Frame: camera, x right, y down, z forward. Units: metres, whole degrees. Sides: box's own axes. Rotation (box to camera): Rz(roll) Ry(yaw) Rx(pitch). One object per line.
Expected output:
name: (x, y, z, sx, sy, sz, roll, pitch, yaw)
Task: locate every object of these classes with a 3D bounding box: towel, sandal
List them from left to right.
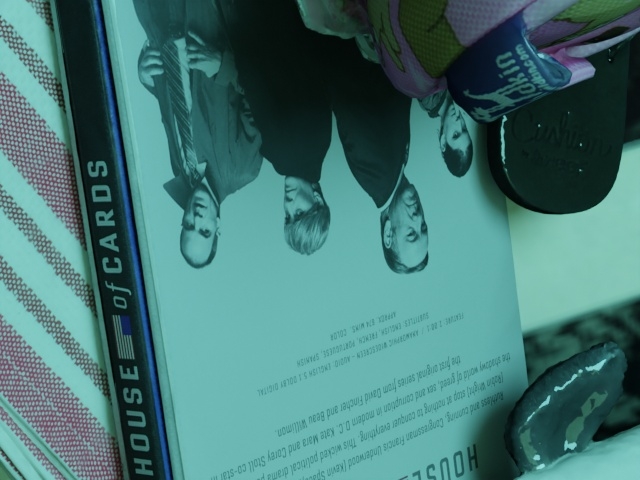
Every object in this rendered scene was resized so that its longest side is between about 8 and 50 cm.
towel: (-0.064, -0.024, 0.591, 0.144, 0.029, 0.197, 55, 53, -33)
sandal: (0.092, -0.098, 0.656, 0.067, 0.040, 0.179, 6, 81, -21)

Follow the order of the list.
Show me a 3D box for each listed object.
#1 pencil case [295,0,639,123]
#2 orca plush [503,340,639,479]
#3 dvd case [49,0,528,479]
pencil case: (-0.017, -0.217, 0.521, 0.167, 0.160, 0.386, -37, 87, -8)
orca plush: (0.127, 0.097, 0.681, 0.151, 0.102, 0.287, 45, 66, -2)
dvd case: (0.000, 0.000, 0.617, 0.179, 0.029, 0.239, -16, 102, -47)
